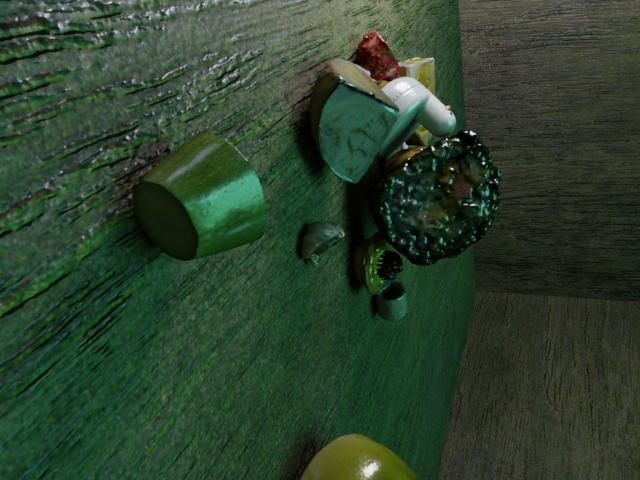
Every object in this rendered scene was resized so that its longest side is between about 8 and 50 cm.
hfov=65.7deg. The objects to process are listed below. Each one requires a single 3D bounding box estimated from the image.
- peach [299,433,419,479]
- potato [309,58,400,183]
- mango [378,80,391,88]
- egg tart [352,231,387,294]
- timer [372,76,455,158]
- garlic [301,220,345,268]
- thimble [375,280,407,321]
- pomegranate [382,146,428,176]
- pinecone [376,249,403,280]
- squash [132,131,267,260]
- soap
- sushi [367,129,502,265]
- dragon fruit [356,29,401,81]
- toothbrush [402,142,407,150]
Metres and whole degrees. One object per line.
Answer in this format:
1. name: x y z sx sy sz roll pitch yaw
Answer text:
1. peach: 0.085 0.597 1.063 0.315 0.314 0.281 -33 157 -34
2. potato: 0.032 -0.300 1.144 0.189 0.211 0.264 16 34 -28
3. mango: 0.224 -0.456 1.554 0.184 0.084 0.102 -10 103 -54
4. egg tart: 0.142 0.065 1.418 0.191 0.074 0.191 1 90 -66
5. timer: 0.218 -0.318 1.345 0.233 0.240 0.233 -42 170 -10
6. garlic: 0.000 -0.004 1.105 0.074 0.094 0.113 42 47 -6
7. thimble: 0.228 0.194 1.579 0.115 0.102 0.090 -44 132 -47
8. pomegranate: 0.318 -0.162 1.566 0.281 0.281 0.281 2 90 -65
9. pinecone: 0.186 0.068 1.344 0.083 0.077 0.077 -45 140 -14
10. squash: -0.161 -0.049 0.665 0.123 0.170 0.170 -42 130 -42
11. soap: 0.285 -0.413 1.512 0.160 0.080 0.258 -32 125 -41
12. sushi: 0.314 -0.102 1.337 0.294 0.352 0.178 56 6 -3
13. dragon fruit: 0.136 -0.490 1.366 0.153 0.111 0.153 57 3 -5
14. toothbrush: 0.315 -0.227 1.840 0.025 0.020 0.287 -32 121 -71
